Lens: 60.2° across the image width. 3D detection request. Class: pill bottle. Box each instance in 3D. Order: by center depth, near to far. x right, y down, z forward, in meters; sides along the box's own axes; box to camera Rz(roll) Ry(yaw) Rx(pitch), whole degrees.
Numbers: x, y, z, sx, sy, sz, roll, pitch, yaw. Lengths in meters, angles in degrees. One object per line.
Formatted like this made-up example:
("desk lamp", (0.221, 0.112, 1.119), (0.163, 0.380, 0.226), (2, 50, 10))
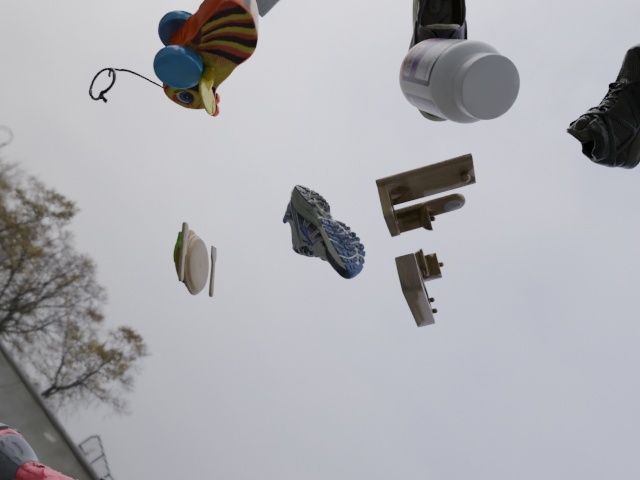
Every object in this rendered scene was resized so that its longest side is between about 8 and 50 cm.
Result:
("pill bottle", (0.189, -0.221, 0.763), (0.193, 0.108, 0.108), (-119, -166, -66))

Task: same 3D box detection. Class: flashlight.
("flashlight", (-0.405, 0.351, 0.805), (0.304, 0.103, 0.103), (9, -96, 24))

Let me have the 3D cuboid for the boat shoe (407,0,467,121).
("boat shoe", (0.209, -0.359, 0.978), (0.092, 0.103, 0.285), (66, 27, -85))

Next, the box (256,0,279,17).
("box", (-0.150, -0.663, 1.474), (0.087, 0.102, 0.101), (46, 13, -19))

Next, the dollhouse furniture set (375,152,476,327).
("dollhouse furniture set", (0.158, 0.004, 0.709), (0.144, 0.123, 0.151), (58, 20, -54))

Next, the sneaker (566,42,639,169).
("sneaker", (0.542, -0.249, 1.023), (0.087, 0.130, 0.227), (-105, -161, -71))

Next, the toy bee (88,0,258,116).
("toy bee", (-0.189, -0.274, 0.857), (0.298, 0.195, 0.162), (2, -20, 39))

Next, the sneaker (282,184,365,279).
("sneaker", (0.000, 0.000, 0.604), (0.058, 0.052, 0.135), (-56, -133, 24))

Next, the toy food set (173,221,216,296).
("toy food set", (-0.261, 0.045, 1.116), (0.192, 0.039, 0.132), (64, 26, -71))
